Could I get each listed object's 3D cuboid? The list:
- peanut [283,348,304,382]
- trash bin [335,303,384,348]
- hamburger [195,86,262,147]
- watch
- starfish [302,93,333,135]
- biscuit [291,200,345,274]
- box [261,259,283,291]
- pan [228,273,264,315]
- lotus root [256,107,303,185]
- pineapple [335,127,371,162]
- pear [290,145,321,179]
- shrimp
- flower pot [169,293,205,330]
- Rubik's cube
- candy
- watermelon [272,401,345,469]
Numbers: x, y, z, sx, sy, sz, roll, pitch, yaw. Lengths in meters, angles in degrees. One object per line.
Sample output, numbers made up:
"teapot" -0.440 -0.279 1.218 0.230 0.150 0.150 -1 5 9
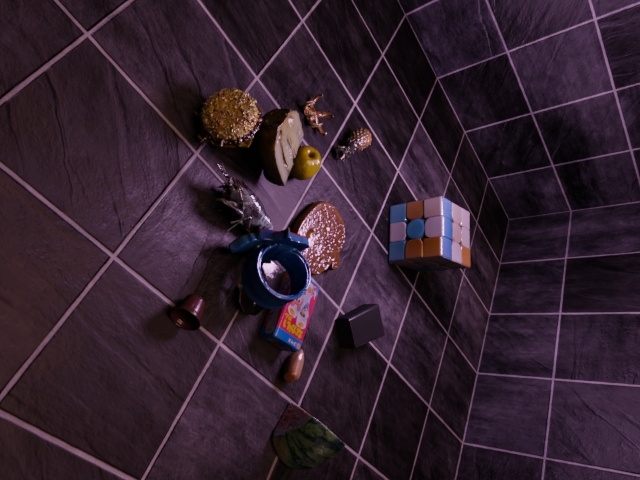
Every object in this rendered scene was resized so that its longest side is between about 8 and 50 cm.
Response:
"peanut" -0.108 0.517 1.930 0.076 0.076 0.152 49 47 -32
"trash bin" 0.191 0.416 2.260 0.225 0.115 0.165 -14 93 -47
"hamburger" -0.341 -0.449 1.719 0.138 0.243 0.261 82 16 -66
"watch" -0.193 0.106 1.751 0.305 0.241 0.274 7 65 -32
"starfish" -0.009 -0.594 2.230 0.146 0.074 0.190 -37 111 -44
"biscuit" -0.001 0.000 2.151 0.367 0.063 0.314 -52 124 -40
"box" -0.211 0.144 1.916 0.126 0.027 0.125 43 51 -34
"pan" -0.287 0.192 1.801 0.128 0.048 0.202 -39 114 -46
"lotus root" -0.187 -0.400 1.868 0.260 0.149 0.267 68 36 -65
"pineapple" 0.161 -0.483 2.390 0.251 0.125 0.125 -43 116 -38
"pear" -0.075 -0.342 2.055 0.149 0.162 0.148 13 65 -29
"shrimp" -0.306 -0.125 1.758 0.372 0.137 0.172 47 35 -35
"flower pot" -0.443 0.238 1.589 0.111 0.111 0.089 55 32 -27
"Rubik's cube" 0.618 -0.023 2.643 0.347 0.347 0.344 18 71 -47
"candy" -0.124 0.290 1.934 0.157 0.100 0.305 42 53 -37
"watermelon" -0.047 0.777 1.882 0.213 0.262 0.201 54 20 -24
